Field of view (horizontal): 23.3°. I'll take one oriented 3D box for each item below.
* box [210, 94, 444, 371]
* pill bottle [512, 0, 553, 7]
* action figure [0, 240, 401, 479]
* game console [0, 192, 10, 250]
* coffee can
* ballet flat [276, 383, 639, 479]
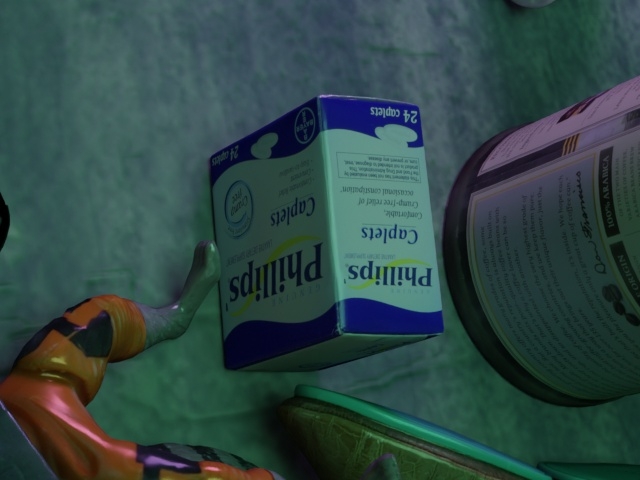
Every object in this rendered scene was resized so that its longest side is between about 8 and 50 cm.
[{"bbox_3d":[0.000,0.000,0.900,0.072,0.126,0.137,2,75,-33],"label":"box"},{"bbox_3d":[0.177,-0.219,1.110,0.116,0.065,0.065,-38,98,-33],"label":"pill bottle"},{"bbox_3d":[-0.127,0.161,0.752,0.330,0.178,0.341,-19,63,-30],"label":"action figure"},{"bbox_3d":[-0.303,0.063,0.653,0.361,0.044,0.213,-42,86,-12],"label":"game console"},{"bbox_3d":[0.238,-0.013,0.965,0.202,0.275,0.201,9,73,-30],"label":"coffee can"},{"bbox_3d":[0.115,0.181,0.951,0.342,0.116,0.124,17,88,-32],"label":"ballet flat"}]
